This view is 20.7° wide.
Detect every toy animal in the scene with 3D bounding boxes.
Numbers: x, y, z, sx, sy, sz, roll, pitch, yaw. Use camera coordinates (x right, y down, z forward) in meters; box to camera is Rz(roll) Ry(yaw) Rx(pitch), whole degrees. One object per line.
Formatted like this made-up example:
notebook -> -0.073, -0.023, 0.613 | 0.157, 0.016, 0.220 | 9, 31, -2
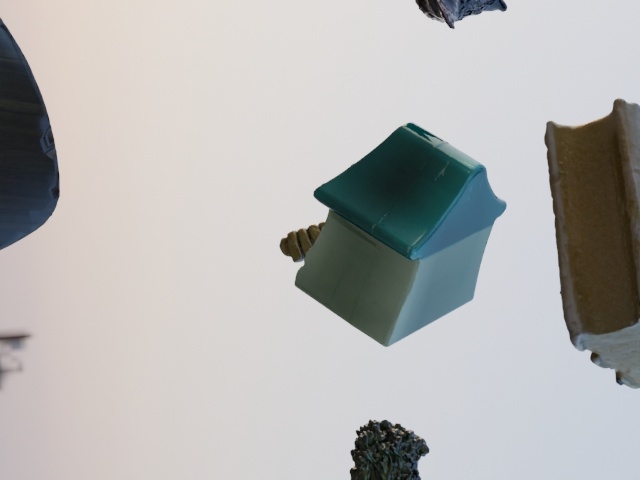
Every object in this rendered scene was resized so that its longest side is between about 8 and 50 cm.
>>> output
toy animal -> 0.105, -0.205, 1.396 | 0.070, 0.105, 0.202 | -52, -174, 21

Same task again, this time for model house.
model house -> 0.065, -0.016, 1.333 | 0.100, 0.127, 0.149 | 35, -54, 26

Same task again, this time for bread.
bread -> 0.000, 0.000, 1.871 | 0.049, 0.088, 0.033 | 91, -18, -68

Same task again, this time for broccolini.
broccolini -> 0.020, 0.346, 1.565 | 0.079, 0.074, 0.392 | -19, -128, 52

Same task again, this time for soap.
soap -> 0.423, 0.016, 2.303 | 0.293, 0.156, 0.335 | 37, 43, -47

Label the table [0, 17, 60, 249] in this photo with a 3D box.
table -> -0.459, -0.143, 1.779 | 0.249, 0.317, 0.317 | 18, -66, 48
